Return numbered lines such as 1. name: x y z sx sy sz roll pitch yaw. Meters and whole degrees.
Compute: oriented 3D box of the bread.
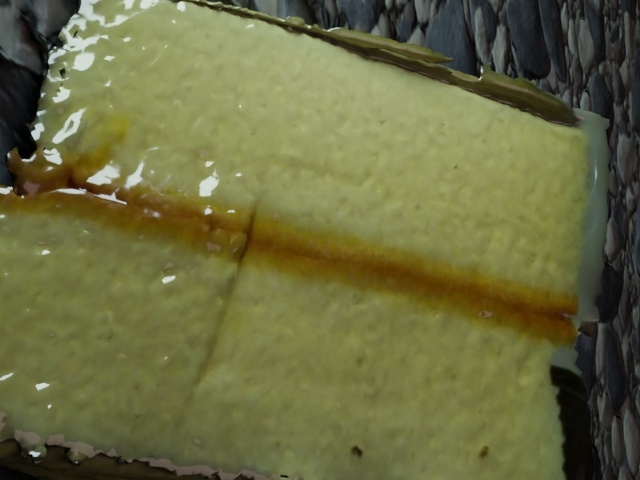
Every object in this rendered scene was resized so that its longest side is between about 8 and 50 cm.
1. bread: 0.000 0.000 0.978 0.405 0.242 0.345 46 42 -56
